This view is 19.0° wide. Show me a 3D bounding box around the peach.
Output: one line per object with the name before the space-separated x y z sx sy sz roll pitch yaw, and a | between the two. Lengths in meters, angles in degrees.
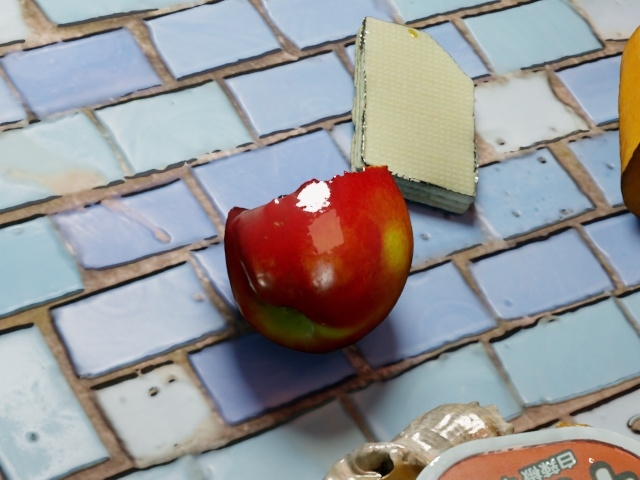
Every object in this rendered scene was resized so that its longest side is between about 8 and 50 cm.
peach | 0.000 0.000 1.984 0.196 0.190 0.226 17 54 4

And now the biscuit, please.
biscuit | 0.108 -0.150 2.247 0.150 0.052 0.252 14 49 -15

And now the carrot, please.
carrot | 0.464 -0.186 2.318 0.214 0.193 0.331 -14 41 19

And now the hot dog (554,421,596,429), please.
hot dog | 0.333 0.277 1.967 0.249 0.068 0.100 41 50 15

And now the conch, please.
conch | 0.106 0.249 1.829 0.245 0.163 0.178 -5 20 -27

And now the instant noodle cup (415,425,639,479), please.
instant noodle cup | 0.178 0.357 1.661 0.293 0.308 0.294 7 49 -8
